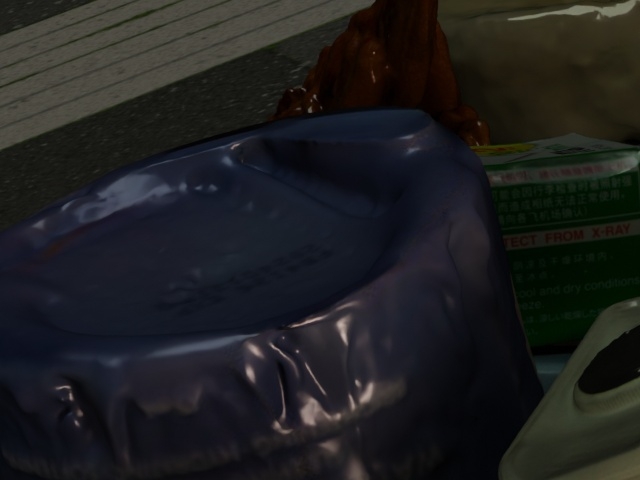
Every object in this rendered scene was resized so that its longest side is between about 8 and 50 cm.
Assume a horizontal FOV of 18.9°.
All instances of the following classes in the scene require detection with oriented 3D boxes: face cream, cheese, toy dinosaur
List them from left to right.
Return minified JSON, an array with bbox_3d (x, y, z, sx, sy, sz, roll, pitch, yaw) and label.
[{"bbox_3d":[-0.024,0.086,0.836,0.249,0.225,0.249,-15,21,6],"label":"face cream"},{"bbox_3d":[0.060,-0.110,1.272,0.097,0.208,0.432,1,-27,-26],"label":"toy dinosaur"},{"bbox_3d":[0.208,-0.167,1.416,0.326,0.115,0.318,-27,24,-23],"label":"cheese"}]

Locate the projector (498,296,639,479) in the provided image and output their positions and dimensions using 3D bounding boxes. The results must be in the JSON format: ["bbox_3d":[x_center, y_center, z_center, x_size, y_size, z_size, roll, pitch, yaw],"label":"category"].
[{"bbox_3d":[0.193,0.092,0.668,0.242,0.177,0.163,-28,10,39],"label":"projector"}]

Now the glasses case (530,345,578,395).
[{"bbox_3d":[0.084,0.077,1.001,0.266,0.056,0.105,-2,27,31],"label":"glasses case"}]

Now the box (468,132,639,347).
[{"bbox_3d":[0.055,0.002,1.050,0.250,0.103,0.180,-8,8,-7],"label":"box"}]
